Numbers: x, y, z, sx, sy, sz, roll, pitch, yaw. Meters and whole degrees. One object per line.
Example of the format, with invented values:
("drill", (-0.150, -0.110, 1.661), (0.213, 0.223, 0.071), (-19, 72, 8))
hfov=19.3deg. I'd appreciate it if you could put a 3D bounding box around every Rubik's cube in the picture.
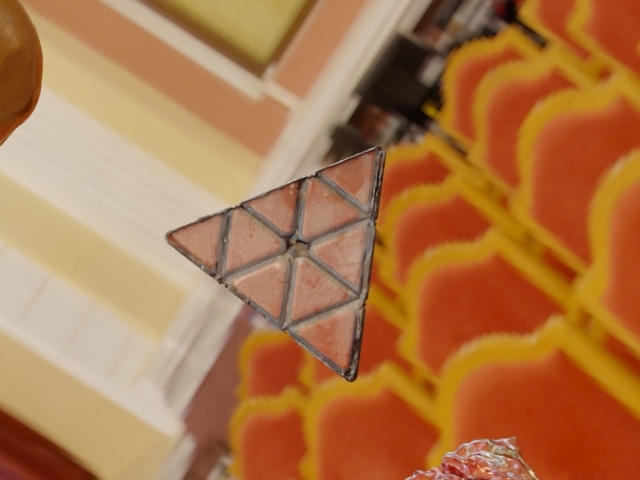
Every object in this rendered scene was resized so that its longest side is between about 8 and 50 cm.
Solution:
("Rubik's cube", (0.000, 0.000, 1.744), (0.190, 0.211, 0.178), (-48, 0, -2))

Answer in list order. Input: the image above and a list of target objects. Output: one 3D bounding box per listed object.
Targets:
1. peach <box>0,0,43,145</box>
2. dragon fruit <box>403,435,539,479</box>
("peach", (-0.329, -0.155, 1.430), (0.153, 0.251, 0.251), (-47, -2, -32))
("dragon fruit", (0.074, 0.200, 1.084), (0.127, 0.121, 0.161), (-148, 63, -68))
